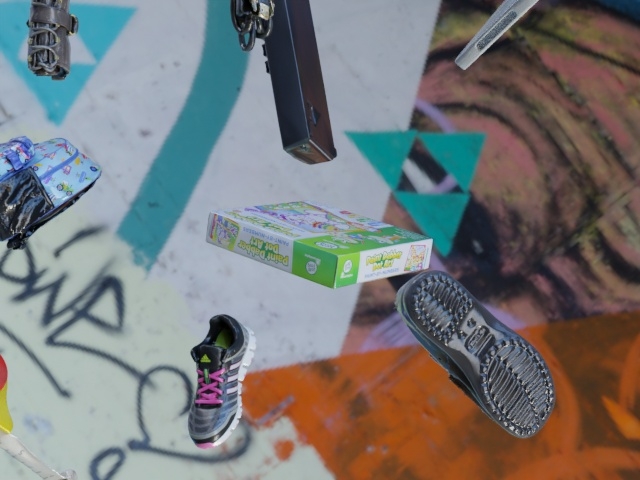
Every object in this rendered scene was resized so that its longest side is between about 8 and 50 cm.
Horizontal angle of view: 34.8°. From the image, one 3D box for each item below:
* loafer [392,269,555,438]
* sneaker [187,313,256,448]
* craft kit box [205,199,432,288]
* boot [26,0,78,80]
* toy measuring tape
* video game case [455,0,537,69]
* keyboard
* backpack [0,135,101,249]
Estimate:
[{"bbox_3d":[0.261,0.183,1.731,0.366,0.134,0.130,50,-13,-16],"label":"loafer"},{"bbox_3d":[-0.125,0.158,1.196,0.063,0.170,0.075,-2,-38,24],"label":"sneaker"},{"bbox_3d":[0.000,0.000,1.546,0.249,0.246,0.061,18,-71,35],"label":"craft kit box"},{"bbox_3d":[-0.344,-0.324,1.299,0.263,0.091,0.229,136,-44,-86],"label":"boot"},{"bbox_3d":[-0.455,0.227,1.434,0.121,0.121,0.330,18,-24,48],"label":"toy measuring tape"},{"bbox_3d":[0.220,-0.263,1.083,0.019,0.157,0.143,42,-34,-4],"label":"video game case"},{"bbox_3d":[-0.042,-0.217,0.747,0.201,0.033,0.317,28,50,-77],"label":"keyboard"},{"bbox_3d":[-0.382,-0.078,1.332,0.158,0.173,0.117,4,-53,56],"label":"backpack"}]
